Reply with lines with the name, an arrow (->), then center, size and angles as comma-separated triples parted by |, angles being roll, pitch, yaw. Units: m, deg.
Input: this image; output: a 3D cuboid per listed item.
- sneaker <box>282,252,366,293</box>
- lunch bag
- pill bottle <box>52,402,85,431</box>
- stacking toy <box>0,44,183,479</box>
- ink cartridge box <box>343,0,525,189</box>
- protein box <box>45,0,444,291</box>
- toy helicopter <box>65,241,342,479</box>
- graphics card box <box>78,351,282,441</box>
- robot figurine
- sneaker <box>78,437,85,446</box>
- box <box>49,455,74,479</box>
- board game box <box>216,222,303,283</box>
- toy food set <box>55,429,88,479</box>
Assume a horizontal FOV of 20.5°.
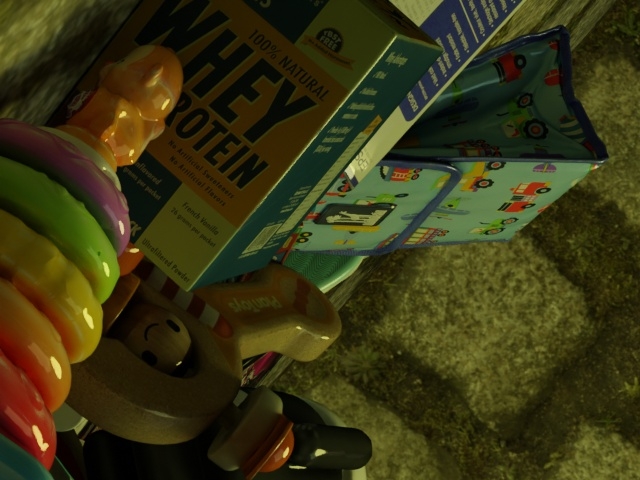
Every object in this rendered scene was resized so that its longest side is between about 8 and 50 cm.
sneaker -> 0.000, 0.000, 2.005 | 0.319, 0.127, 0.208 | -45, 171, -28
lunch bag -> 0.065, -0.070, 1.567 | 0.293, 0.138, 0.221 | -11, 165, -21
pill bottle -> -0.179, 0.092, 1.483 | 0.094, 0.094, 0.169 | -54, 172, 34
stacking toy -> -0.162, 0.000, 0.962 | 0.302, 0.165, 0.175 | -58, -167, -27
ink cartridge box -> 0.103, -0.228, 1.362 | 0.371, 0.069, 0.176 | -49, 145, -13
protein box -> -0.046, -0.093, 1.145 | 0.201, 0.136, 0.200 | -51, 173, 11
toy helicopter -> -0.074, 0.072, 1.248 | 0.140, 0.235, 0.355 | -52, 160, 20
graphics card box -> -0.165, 0.192, 2.140 | 0.233, 0.094, 0.371 | -52, 173, 22
robot figurine -> -0.081, 0.217, 1.576 | 0.278, 0.209, 0.174 | 13, 96, -51
sneaker -> -0.297, 0.292, 1.739 | 0.152, 0.114, 0.305 | -52, 173, 12
box -> -0.306, 0.232, 1.370 | 0.060, 0.100, 0.244 | -22, -163, 49
board game box -> -0.076, -0.004, 1.497 | 0.027, 0.145, 0.281 | 0, 151, -19
toy food set -> -0.282, 0.201, 1.567 | 0.111, 0.104, 0.232 | -38, 162, 33
